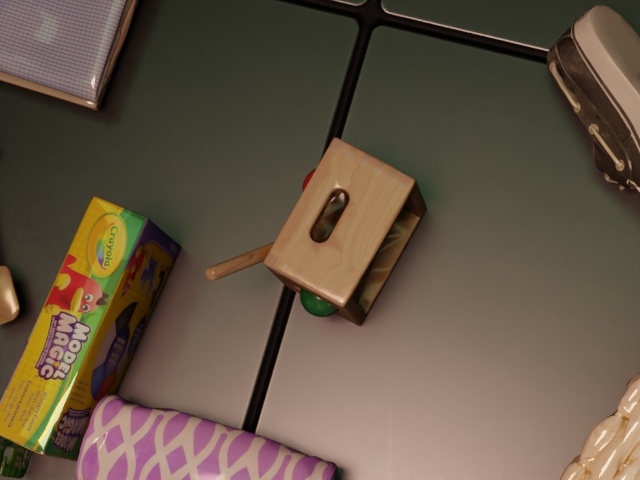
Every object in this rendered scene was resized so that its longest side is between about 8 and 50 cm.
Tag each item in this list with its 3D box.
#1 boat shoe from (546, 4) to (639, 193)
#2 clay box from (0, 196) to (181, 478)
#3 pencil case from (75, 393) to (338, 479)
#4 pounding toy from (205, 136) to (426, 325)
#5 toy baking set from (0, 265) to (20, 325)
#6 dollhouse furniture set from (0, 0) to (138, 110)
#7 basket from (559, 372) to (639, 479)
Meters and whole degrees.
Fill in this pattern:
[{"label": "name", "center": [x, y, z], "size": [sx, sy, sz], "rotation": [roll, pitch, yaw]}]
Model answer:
[{"label": "boat shoe", "center": [0.250, -0.075, 1.322], "size": [0.070, 0.078, 0.219], "rotation": [-44, 66, 40]}, {"label": "clay box", "center": [-0.184, 0.086, 1.319], "size": [0.053, 0.127, 0.222], "rotation": [21, 84, 10]}, {"label": "pencil case", "center": [-0.083, 0.180, 1.308], "size": [0.206, 0.088, 0.086], "rotation": [18, 89, 10]}, {"label": "pounding toy", "center": [0.000, 0.000, 1.308], "size": [0.100, 0.130, 0.141], "rotation": [29, 85, 12]}, {"label": "toy baking set", "center": [-0.349, -0.016, 1.414], "size": [0.256, 0.030, 0.196], "rotation": [8, 86, 16]}, {"label": "dollhouse furniture set", "center": [-0.196, -0.241, 1.347], "size": [0.286, 0.198, 0.303], "rotation": [19, 83, 11]}, {"label": "basket", "center": [0.336, 0.144, 1.117], "size": [0.266, 0.331, 0.328], "rotation": [36, 95, 14]}]
